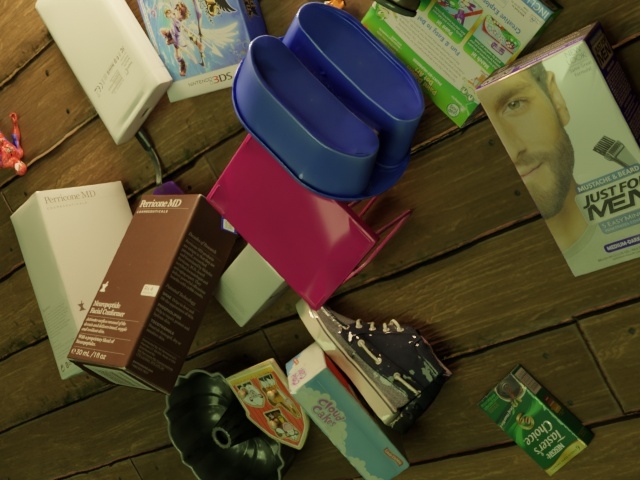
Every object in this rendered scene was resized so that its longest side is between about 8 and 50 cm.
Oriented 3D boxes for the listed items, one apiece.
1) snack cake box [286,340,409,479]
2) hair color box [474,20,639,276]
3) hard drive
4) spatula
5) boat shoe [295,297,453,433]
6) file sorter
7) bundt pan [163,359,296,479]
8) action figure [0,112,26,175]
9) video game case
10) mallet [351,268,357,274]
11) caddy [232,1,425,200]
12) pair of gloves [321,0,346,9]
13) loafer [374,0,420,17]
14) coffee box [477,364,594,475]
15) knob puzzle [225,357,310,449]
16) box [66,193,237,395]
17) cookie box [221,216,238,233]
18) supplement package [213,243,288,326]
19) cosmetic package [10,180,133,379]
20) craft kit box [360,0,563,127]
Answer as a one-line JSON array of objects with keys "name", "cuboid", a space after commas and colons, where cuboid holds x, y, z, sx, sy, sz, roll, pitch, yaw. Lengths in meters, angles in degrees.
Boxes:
[{"name": "snack cake box", "cuboid": [0.051, 0.333, 1.814, 0.089, 0.152, 0.264, -38, 104, 6]}, {"name": "hair color box", "cuboid": [0.398, -0.129, 1.412, 0.185, 0.110, 0.338, -22, 103, 37]}, {"name": "hard drive", "cuboid": [-0.445, -0.402, 1.912, 0.353, 0.047, 0.233, 58, 138, 7]}, {"name": "spatula", "cuboid": [-0.358, -0.171, 2.005, 0.084, 0.030, 0.296, -24, 96, 42]}, {"name": "boat shoe", "cuboid": [0.105, 0.195, 1.806, 0.158, 0.127, 0.340, -44, 64, 6]}, {"name": "file sorter", "cuboid": [-0.013, -0.067, 1.710, 0.290, 0.182, 0.202, 45, 128, 9]}, {"name": "bundt pan", "cuboid": [-0.182, 0.405, 2.080, 0.331, 0.124, 0.330, 15, 119, 29]}, {"name": "action figure", "cuboid": [-0.772, -0.277, 2.208, 0.280, 0.091, 0.139, 50, 138, 7]}, {"name": "video game case", "cuboid": [-0.224, -0.416, 1.782, 0.244, 0.061, 0.269, -7, 106, 36]}, {"name": "mallet", "cuboid": [0.000, 0.000, 1.830, 0.190, 0.039, 0.062, 33, 130, 14]}, {"name": "caddy", "cuboid": [0.009, -0.224, 1.577, 0.341, 0.241, 0.179, 46, 156, 9]}, {"name": "pair of gloves", "cuboid": [0.004, -0.424, 1.649, 0.074, 0.010, 0.083, -28, 90, 41]}, {"name": "loafer", "cuboid": [0.082, -0.440, 1.481, 0.084, 0.096, 0.267, -61, 41, 23]}, {"name": "coffee box", "cuboid": [0.386, 0.324, 1.696, 0.184, 0.040, 0.113, 45, 129, 10]}, {"name": "knob puzzle", "cuboid": [-0.096, 0.339, 1.874, 0.213, 0.030, 0.213, 22, 130, 29]}, {"name": "box", "cuboid": [-0.327, 0.100, 1.879, 0.191, 0.381, 0.143, 1, 150, 41]}, {"name": "cookie box", "cuboid": [-0.145, -0.074, 1.849, 0.040, 0.107, 0.091, 21, 121, 29]}, {"name": "supplement package", "cuboid": [-0.121, 0.072, 1.899, 0.105, 0.105, 0.179, 49, 130, 8]}, {"name": "cosmetic package", "cuboid": [-0.493, 0.081, 2.035, 0.156, 0.217, 0.384, -27, 81, 47]}, {"name": "craft kit box", "cuboid": [0.214, -0.352, 1.506, 0.250, 0.061, 0.246, 46, 126, 10]}]
